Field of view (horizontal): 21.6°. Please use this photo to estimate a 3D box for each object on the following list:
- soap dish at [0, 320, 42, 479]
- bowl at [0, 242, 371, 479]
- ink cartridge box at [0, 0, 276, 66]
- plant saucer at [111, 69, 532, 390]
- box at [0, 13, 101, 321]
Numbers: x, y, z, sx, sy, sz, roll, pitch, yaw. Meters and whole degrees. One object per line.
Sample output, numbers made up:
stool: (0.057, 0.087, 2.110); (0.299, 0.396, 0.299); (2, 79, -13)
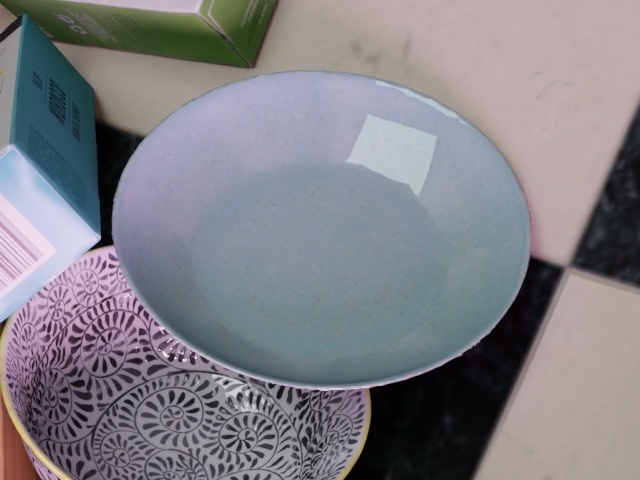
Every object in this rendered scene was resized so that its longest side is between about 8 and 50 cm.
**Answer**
soap dish: (-0.260, 0.184, 0.825); (0.291, 0.118, 0.229); (-19, 60, 20)
bowl: (-0.068, 0.086, 0.775); (0.170, 0.170, 0.080); (57, 143, 34)
ink cartridge box: (-0.118, -0.169, 0.945); (0.209, 0.062, 0.109); (10, 73, 31)
plant saucer: (0.000, 0.000, 0.787); (0.195, 0.037, 0.195); (2, 49, -3)
box: (-0.166, -0.033, 0.834); (0.100, 0.060, 0.244); (-39, 21, 8)
